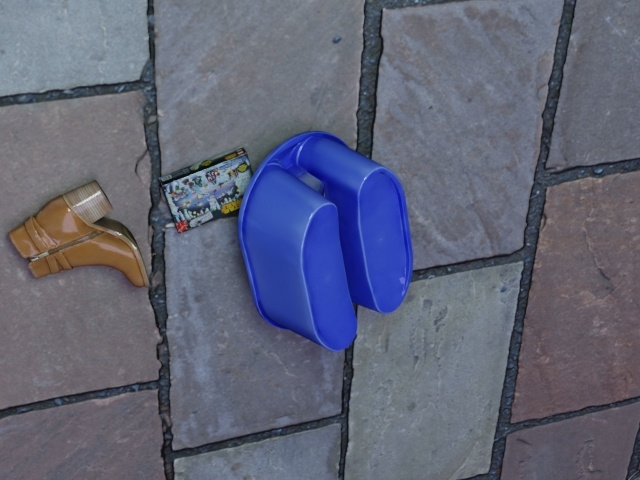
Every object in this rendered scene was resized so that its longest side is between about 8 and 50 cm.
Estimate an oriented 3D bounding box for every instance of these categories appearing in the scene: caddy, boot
[{"bbox_3d":[0.000,0.000,1.981,0.241,0.179,0.341,-35,133,-30],"label":"caddy"},{"bbox_3d":[-0.351,0.020,1.903,0.152,0.073,0.197,-31,117,-4],"label":"boot"}]

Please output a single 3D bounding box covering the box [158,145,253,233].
[{"bbox_3d":[-0.165,-0.076,1.946,0.137,0.027,0.094,-23,129,-9],"label":"box"}]
